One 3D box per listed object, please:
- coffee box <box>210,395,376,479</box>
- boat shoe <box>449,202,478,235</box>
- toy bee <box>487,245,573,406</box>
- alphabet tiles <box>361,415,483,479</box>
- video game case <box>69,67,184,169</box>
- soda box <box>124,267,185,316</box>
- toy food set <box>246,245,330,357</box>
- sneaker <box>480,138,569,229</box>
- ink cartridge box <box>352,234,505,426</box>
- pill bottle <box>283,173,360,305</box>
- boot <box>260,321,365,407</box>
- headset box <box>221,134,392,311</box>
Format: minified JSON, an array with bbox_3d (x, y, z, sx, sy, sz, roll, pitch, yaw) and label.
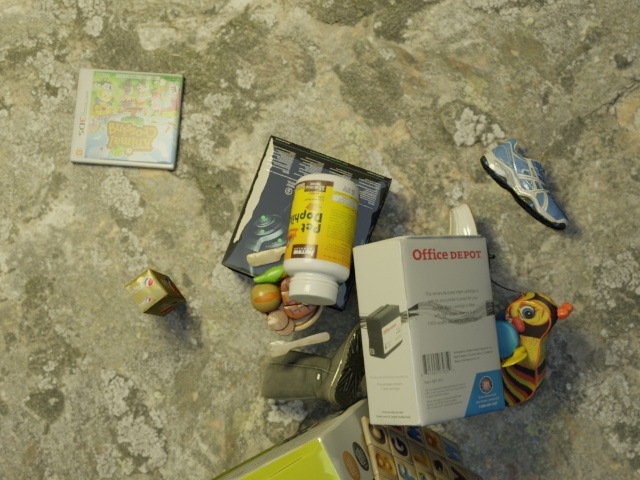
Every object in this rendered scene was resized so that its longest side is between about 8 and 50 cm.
[{"bbox_3d":[-0.020,0.512,1.489,0.338,0.334,0.338,-29,83,14],"label":"coffee box"},{"bbox_3d":[0.252,0.067,1.686,0.096,0.098,0.277,-2,85,1],"label":"boat shoe"},{"bbox_3d":[0.374,0.165,1.608,0.162,0.195,0.298,0,126,33],"label":"toy bee"},{"bbox_3d":[0.202,0.433,1.532,0.011,0.285,0.342,-40,127,24],"label":"alphabet tiles"},{"bbox_3d":[-0.388,-0.244,1.778,0.212,0.023,0.193,4,84,2],"label":"video game case"},{"bbox_3d":[-0.307,0.100,1.658,0.058,0.181,0.061,-37,83,-2],"label":"soda box"},{"bbox_3d":[-0.058,0.104,1.593,0.132,0.038,0.192,-15,87,2],"label":"toy food set"},{"bbox_3d":[0.407,-0.107,1.710,0.081,0.080,0.211,-43,85,0],"label":"sneaker"},{"bbox_3d":[0.188,0.151,1.531,0.223,0.129,0.308,-1,83,-40],"label":"ink cartridge box"},{"bbox_3d":[0.000,0.000,1.545,0.117,0.117,0.215,7,74,3],"label":"pill bottle"},{"bbox_3d":[-0.002,0.223,1.647,0.076,0.208,0.190,46,63,-26],"label":"boot"},{"bbox_3d":[-0.027,-0.019,1.688,0.246,0.131,0.283,19,85,3],"label":"headset box"}]
